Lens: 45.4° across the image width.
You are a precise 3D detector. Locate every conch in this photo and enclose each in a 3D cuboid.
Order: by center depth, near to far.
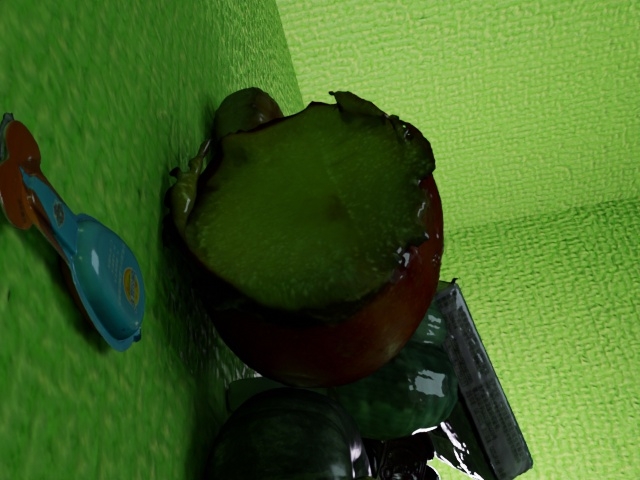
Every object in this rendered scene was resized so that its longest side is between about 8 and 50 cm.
[{"bbox_3d":[0.113,0.178,1.131,0.220,0.195,0.277,41,62,-29],"label":"conch"}]

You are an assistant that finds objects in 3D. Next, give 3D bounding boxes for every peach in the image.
[{"bbox_3d":[0.000,0.000,0.967,0.416,0.339,0.353,-57,123,-82],"label":"peach"}]

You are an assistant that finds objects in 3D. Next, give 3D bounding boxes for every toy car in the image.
[{"bbox_3d":[0.059,0.474,1.433,0.271,0.240,0.341,34,65,-44],"label":"toy car"}]

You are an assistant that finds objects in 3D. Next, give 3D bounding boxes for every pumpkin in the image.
[{"bbox_3d":[-0.020,0.320,0.916,0.300,0.207,0.300,-19,90,-84],"label":"pumpkin"}]

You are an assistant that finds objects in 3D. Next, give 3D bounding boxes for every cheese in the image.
[{"bbox_3d":[-0.193,0.008,0.616,0.256,0.037,0.106,70,10,-53],"label":"cheese"}]

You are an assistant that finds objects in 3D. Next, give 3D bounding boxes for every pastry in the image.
[{"bbox_3d":[-0.112,-0.135,1.301,0.257,0.120,0.236,-84,159,-64],"label":"pastry"}]

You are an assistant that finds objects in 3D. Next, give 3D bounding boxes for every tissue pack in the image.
[{"bbox_3d":[0.232,0.243,1.389,0.361,0.122,0.259,68,-13,-5],"label":"tissue pack"}]

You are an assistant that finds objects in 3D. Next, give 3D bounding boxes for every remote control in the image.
[{"bbox_3d":[-0.035,0.269,1.191,0.344,0.145,0.050,70,15,-65],"label":"remote control"}]

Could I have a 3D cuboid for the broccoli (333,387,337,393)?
[{"bbox_3d":[0.017,0.185,1.329,0.302,0.186,0.254,38,-15,-28],"label":"broccoli"}]
